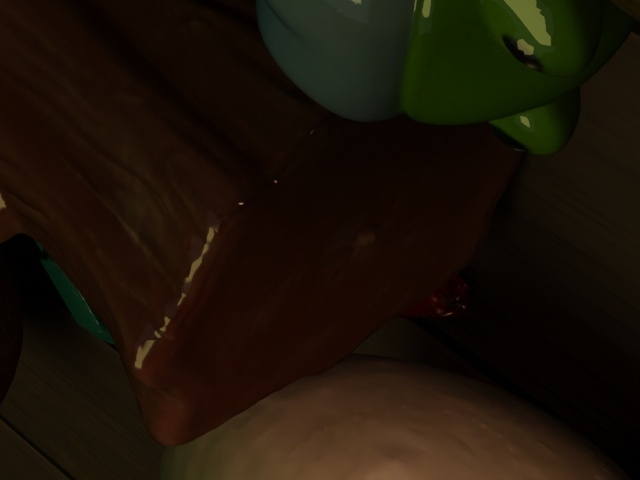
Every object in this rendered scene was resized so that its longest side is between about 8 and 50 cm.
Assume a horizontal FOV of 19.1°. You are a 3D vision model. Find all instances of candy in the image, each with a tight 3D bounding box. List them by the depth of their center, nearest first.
[{"bbox_3d":[0.055,0.154,0.903,0.295,0.185,0.295,38,176,3],"label":"candy"}]

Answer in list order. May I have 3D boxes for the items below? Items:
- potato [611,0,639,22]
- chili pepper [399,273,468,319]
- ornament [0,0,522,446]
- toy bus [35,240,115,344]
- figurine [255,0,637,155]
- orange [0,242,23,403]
[{"bbox_3d":[0.141,-0.126,0.355,0.326,0.243,0.221,43,131,16],"label":"potato"},{"bbox_3d":[0.002,0.001,0.957,0.169,0.088,0.065,26,127,25],"label":"chili pepper"},{"bbox_3d":[-0.048,-0.070,0.809,0.217,0.221,0.235,44,113,23],"label":"ornament"},{"bbox_3d":[-0.124,-0.016,1.097,0.079,0.092,0.160,9,132,56],"label":"toy bus"},{"bbox_3d":[0.021,-0.155,0.637,0.162,0.143,0.263,96,149,-73],"label":"figurine"},{"bbox_3d":[-0.346,0.047,1.344,0.274,0.274,0.274,38,151,25],"label":"orange"}]
